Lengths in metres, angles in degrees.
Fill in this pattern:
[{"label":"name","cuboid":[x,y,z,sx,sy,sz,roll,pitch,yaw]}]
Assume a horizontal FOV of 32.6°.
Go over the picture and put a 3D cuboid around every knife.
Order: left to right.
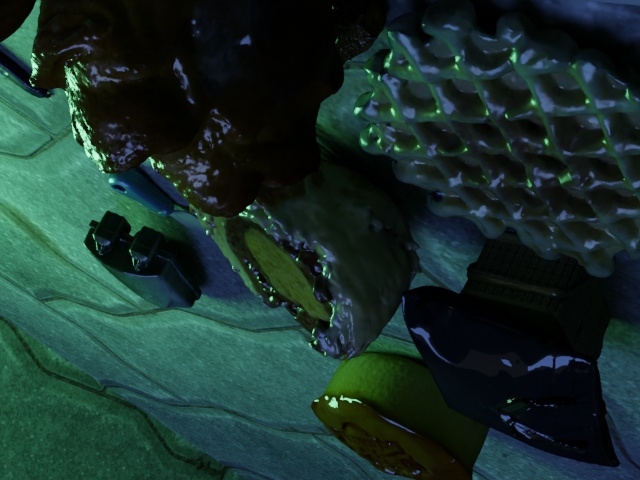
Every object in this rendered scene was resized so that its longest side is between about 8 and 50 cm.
[{"label":"knife","cuboid":[-0.388,-0.211,1.365,0.121,0.018,0.031,39,150,-28]},{"label":"knife","cuboid":[-0.193,-0.032,1.533,0.244,0.032,0.058,36,150,-31]}]

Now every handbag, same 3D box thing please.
[{"label":"handbag","cuboid":[0.202,0.149,1.136,0.211,0.088,0.254,18,154,29]}]

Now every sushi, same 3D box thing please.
[{"label":"sushi","cuboid":[0.015,-0.169,0.890,0.061,0.060,0.118,33,158,1]}]

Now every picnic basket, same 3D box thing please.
[{"label":"picnic basket","cuboid":[0.228,0.068,1.146,0.115,0.079,0.164,12,155,33]}]

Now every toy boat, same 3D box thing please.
[{"label":"toy boat","cuboid":[-0.260,0.045,1.714,0.141,0.092,0.319,22,166,14]}]

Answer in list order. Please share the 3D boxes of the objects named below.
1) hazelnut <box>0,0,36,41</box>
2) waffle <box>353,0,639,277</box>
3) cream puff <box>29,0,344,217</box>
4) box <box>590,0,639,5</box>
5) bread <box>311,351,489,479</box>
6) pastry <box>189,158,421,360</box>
[{"label":"hazelnut","cuboid":[-0.367,-0.262,1.009,0.178,0.178,0.204,4,137,49]},{"label":"waffle","cuboid":[0.168,-0.079,0.909,0.292,0.056,0.309,26,159,5]},{"label":"cream puff","cuboid":[-0.088,-0.154,0.800,0.155,0.269,0.241,0,174,45]},{"label":"box","cuboid":[0.049,-0.216,0.585,0.299,0.106,0.200,15,178,34]},{"label":"bread","cuboid":[0.122,0.276,1.672,0.270,0.148,0.270,24,159,10]},{"label":"pastry","cuboid":[-0.006,-0.005,1.175,0.237,0.170,0.256,53,165,-6]}]
